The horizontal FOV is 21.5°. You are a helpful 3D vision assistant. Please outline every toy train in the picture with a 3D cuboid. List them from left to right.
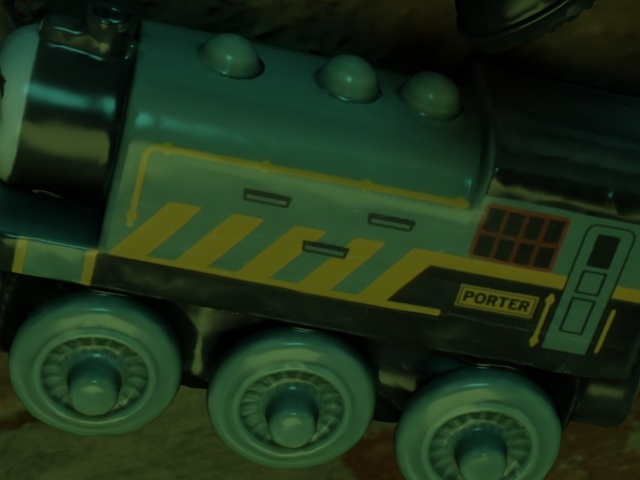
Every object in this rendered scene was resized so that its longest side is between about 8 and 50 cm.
[{"bbox_3d":[0.000,0.000,0.757,0.334,0.142,0.190,12,122,-8],"label":"toy train"}]

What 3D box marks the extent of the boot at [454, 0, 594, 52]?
[{"bbox_3d":[0.072,-0.125,0.531,0.121,0.045,0.099,-33,129,19],"label":"boot"}]
